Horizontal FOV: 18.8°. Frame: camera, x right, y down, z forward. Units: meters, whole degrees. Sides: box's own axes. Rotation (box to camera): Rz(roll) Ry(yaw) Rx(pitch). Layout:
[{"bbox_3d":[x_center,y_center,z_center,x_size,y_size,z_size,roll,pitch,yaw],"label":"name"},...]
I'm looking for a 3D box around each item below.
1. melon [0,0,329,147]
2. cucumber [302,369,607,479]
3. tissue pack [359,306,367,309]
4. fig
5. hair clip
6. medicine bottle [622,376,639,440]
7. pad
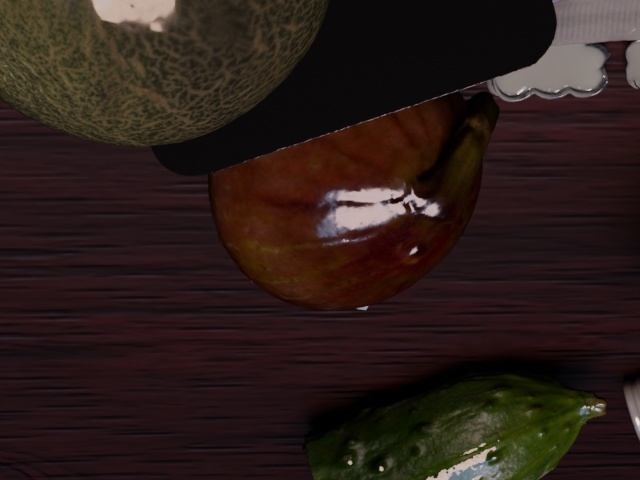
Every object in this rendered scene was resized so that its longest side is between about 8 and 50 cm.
[{"bbox_3d":[-0.125,-0.203,1.085,0.248,0.249,0.329,-17,126,10],"label":"melon"},{"bbox_3d":[0.114,0.171,1.551,0.244,0.134,0.134,-24,131,12],"label":"cucumber"},{"bbox_3d":[0.000,0.000,1.404,0.094,0.074,0.059,13,146,-14],"label":"tissue pack"},{"bbox_3d":[0.026,-0.049,1.279,0.205,0.205,0.205,-3,134,-3],"label":"fig"},{"bbox_3d":[0.191,-0.149,1.304,0.220,0.054,0.140,-4,129,-6],"label":"hair clip"},{"bbox_3d":[0.294,0.129,1.570,0.089,0.057,0.057,-19,132,11],"label":"medicine bottle"},{"bbox_3d":[0.002,-0.156,1.208,0.267,0.181,0.004,-17,169,11],"label":"pad"}]
